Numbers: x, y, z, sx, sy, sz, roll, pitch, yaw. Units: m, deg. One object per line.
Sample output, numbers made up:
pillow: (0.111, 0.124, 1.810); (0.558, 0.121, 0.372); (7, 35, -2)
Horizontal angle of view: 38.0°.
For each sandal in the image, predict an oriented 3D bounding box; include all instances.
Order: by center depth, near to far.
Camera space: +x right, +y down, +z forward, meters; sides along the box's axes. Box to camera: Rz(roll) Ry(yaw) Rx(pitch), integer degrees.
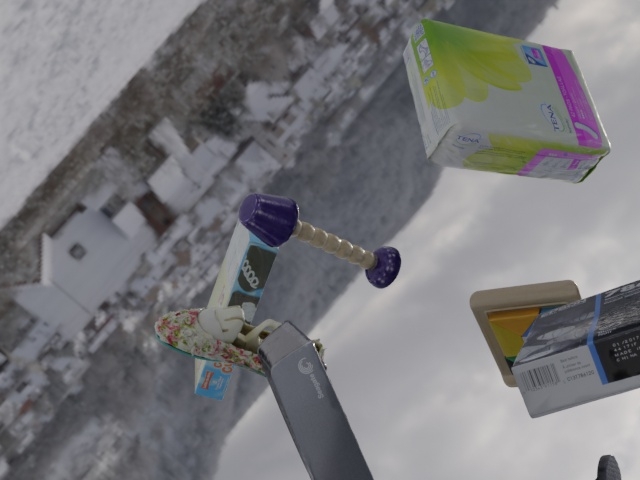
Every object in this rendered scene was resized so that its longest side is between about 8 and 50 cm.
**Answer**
sandal: (0.573, 0.565, 1.900); (0.054, 0.255, 0.097); (2, -178, 36)

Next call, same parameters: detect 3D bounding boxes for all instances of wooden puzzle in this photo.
wooden puzzle: (0.429, 0.194, 1.834); (0.221, 0.239, 0.044); (-9, -151, 31)

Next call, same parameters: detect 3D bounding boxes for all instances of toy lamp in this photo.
toy lamp: (0.000, 0.000, 1.392); (0.080, 0.274, 0.080); (-34, -136, 40)

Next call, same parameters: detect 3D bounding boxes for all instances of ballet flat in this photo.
ballet flat: (-0.099, 0.129, 1.246); (0.077, 0.241, 0.091); (-58, -156, 27)

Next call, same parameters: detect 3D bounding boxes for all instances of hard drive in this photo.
hard drive: (0.011, 0.209, 0.899); (0.054, 0.255, 0.172); (-24, -174, -8)

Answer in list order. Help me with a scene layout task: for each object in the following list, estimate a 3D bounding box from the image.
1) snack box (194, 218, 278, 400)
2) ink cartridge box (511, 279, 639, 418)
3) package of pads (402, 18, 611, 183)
snack box: (-0.162, 0.111, 1.725); (0.187, 0.060, 0.322); (-106, -145, -65)
ink cartridge box: (0.322, 0.106, 1.060); (0.165, 0.065, 0.332); (-22, 179, 19)
package of pads: (0.284, -0.207, 1.435); (0.101, 0.296, 0.229); (124, -36, -50)
